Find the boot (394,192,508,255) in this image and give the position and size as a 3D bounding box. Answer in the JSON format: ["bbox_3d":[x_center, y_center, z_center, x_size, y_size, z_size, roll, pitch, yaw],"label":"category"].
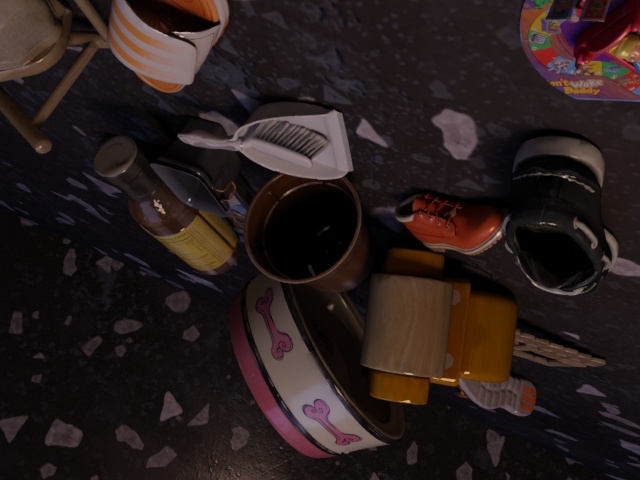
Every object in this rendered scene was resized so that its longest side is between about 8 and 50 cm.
[{"bbox_3d":[0.157,-0.026,0.701,0.085,0.059,0.158,36,160,-23],"label":"boot"}]

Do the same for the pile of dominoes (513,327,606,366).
[{"bbox_3d":[0.408,0.194,1.106,0.251,0.040,0.196,19,164,-14],"label":"pile of dominoes"}]

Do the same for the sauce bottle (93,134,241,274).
[{"bbox_3d":[-0.239,-0.050,0.935,0.111,0.111,0.344,16,160,22],"label":"sauce bottle"}]

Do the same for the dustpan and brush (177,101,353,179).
[{"bbox_3d":[-0.074,-0.121,0.698,0.211,0.060,0.147,18,162,16],"label":"dustpan and brush"}]

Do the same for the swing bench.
[{"bbox_3d":[-0.383,-0.251,0.552,0.255,0.165,0.253,24,164,17],"label":"swing bench"}]

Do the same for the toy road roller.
[{"bbox_3d":[0.191,0.136,0.880,0.241,0.202,0.329,7,174,7],"label":"toy road roller"}]

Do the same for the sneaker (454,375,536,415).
[{"bbox_3d":[0.387,0.361,1.443,0.321,0.124,0.180,34,159,-32],"label":"sneaker"}]

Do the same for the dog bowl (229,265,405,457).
[{"bbox_3d":[-0.011,0.212,1.059,0.408,0.150,0.408,54,-167,-19],"label":"dog bowl"}]

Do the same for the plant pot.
[{"bbox_3d":[0.000,0.000,0.821,0.167,0.166,0.165,16,168,24],"label":"plant pot"}]

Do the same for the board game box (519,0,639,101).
[{"bbox_3d":[0.214,-0.121,0.376,0.169,0.033,0.133,13,160,32],"label":"board game box"}]

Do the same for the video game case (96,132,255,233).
[{"bbox_3d":[-0.230,-0.089,1.043,0.275,0.035,0.248,16,162,22],"label":"video game case"}]

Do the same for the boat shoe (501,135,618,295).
[{"bbox_3d":[0.252,0.008,0.612,0.114,0.091,0.302,6,158,35],"label":"boat shoe"}]

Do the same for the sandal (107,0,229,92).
[{"bbox_3d":[-0.164,-0.191,0.578,0.102,0.076,0.265,27,163,-13],"label":"sandal"}]

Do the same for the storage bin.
[{"bbox_3d":[-0.160,-0.105,0.809,0.098,0.091,0.135,18,163,17],"label":"storage bin"}]
